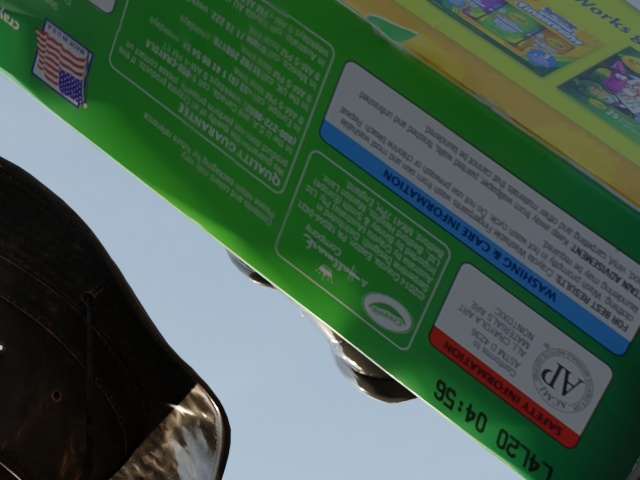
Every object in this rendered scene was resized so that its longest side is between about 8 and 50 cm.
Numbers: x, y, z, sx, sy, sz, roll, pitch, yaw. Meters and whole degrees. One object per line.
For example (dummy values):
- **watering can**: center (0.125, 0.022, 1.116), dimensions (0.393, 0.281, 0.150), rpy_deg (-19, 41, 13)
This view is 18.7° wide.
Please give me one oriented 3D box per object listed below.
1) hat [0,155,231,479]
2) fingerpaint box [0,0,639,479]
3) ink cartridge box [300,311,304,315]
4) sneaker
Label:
- **hat**: center (-0.225, 0.102, 1.263), dimensions (0.134, 0.331, 0.331), rpy_deg (-47, -24, -35)
- **fingerpaint box**: center (0.085, -0.107, 1.003), dimensions (0.371, 0.445, 0.163), rpy_deg (-29, -31, -48)
- **ink cartridge box**: center (0.015, -0.053, 1.557), dimensions (0.140, 0.190, 0.082), rpy_deg (-26, -6, 13)
- **sneaker**: center (0.000, 0.000, 1.376), dimensions (0.101, 0.267, 0.106), rpy_deg (-37, -42, -10)
